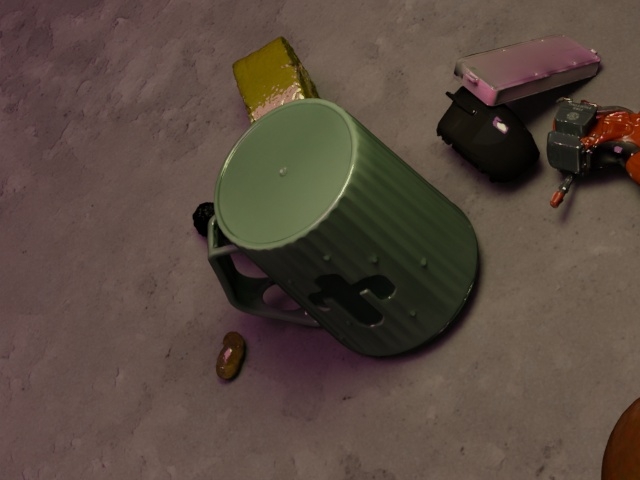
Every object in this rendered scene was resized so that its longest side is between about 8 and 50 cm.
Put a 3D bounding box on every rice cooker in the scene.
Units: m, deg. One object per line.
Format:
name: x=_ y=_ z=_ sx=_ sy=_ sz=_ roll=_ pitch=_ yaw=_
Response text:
rice cooker: x=0.289 y=-0.186 z=1.625 sx=0.118 sy=0.142 sz=0.203 roll=-49 pitch=49 yaw=10

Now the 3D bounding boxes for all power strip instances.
power strip: x=0.361 y=-0.301 z=1.623 sx=0.278 sy=0.038 sz=0.109 roll=-19 pitch=48 yaw=-28

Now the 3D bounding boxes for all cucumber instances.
cucumber: x=-0.166 y=-0.039 z=1.743 sx=0.081 sy=0.072 sz=0.303 roll=-59 pitch=21 yaw=-12

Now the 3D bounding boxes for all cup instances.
cup: x=0.013 y=0.013 z=1.514 sx=0.401 sy=0.392 sz=0.310 roll=-44 pitch=47 yaw=6

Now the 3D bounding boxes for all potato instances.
potato: x=-0.163 y=0.209 z=1.702 sx=0.046 sy=0.045 sz=0.092 roll=-29 pitch=41 yaw=57

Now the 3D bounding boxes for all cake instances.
cake: x=-0.076 y=-0.268 z=1.834 sx=0.156 sy=0.179 sz=0.261 roll=-30 pitch=53 yaw=11

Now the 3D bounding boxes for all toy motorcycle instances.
toy motorcycle: x=0.509 y=-0.129 z=1.487 sx=0.325 sy=0.148 sz=0.221 roll=18 pitch=51 yaw=32

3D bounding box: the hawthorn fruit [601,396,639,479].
hawthorn fruit: x=0.482 y=0.311 z=1.177 sx=0.267 sy=0.268 sz=0.301 roll=-18 pitch=49 yaw=18
